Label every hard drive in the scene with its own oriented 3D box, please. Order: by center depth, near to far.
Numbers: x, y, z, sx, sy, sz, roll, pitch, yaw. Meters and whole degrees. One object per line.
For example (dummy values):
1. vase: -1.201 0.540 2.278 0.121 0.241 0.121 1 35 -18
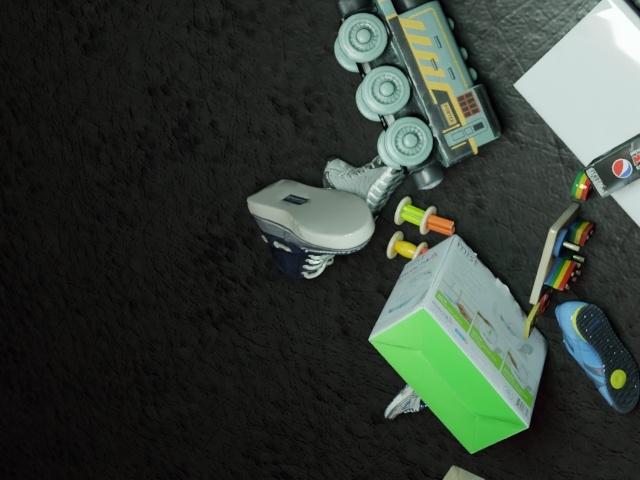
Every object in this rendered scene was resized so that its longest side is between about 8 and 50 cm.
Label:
1. hard drive: 0.469 -0.183 1.526 0.319 0.040 0.210 50 127 5

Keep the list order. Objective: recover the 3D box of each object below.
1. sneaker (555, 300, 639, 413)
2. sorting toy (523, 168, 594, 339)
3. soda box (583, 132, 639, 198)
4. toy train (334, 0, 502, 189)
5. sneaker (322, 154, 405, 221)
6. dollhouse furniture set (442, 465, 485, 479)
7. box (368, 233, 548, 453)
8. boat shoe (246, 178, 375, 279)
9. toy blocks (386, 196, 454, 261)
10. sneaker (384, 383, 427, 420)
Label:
1. sneaker: 0.452 0.188 1.684 0.209 0.069 0.082 59 161 -12
2. sorting toy: 0.382 0.033 1.612 0.046 0.132 0.274 22 119 22
3. soda box: 0.469 -0.127 1.485 0.169 0.060 0.053 -32 92 36
4. toy train: 0.150 -0.253 1.626 0.190 0.142 0.334 -24 90 -3
5. sneaker: 0.070 -0.121 1.780 0.132 0.086 0.229 43 127 14
6. dollhouse furniture set: 0.243 0.571 1.949 0.262 0.135 0.259 21 130 24
7. box: 0.234 0.161 1.663 0.127 0.231 0.262 -34 104 33
8. boat shoe: 0.000 0.000 1.798 0.340 0.127 0.158 26 142 57
9. toy blocks: 0.197 0.004 1.767 0.148 0.054 0.123 24 121 23
10. sneaker: 0.168 0.301 1.910 0.058 0.052 0.135 41 126 7
